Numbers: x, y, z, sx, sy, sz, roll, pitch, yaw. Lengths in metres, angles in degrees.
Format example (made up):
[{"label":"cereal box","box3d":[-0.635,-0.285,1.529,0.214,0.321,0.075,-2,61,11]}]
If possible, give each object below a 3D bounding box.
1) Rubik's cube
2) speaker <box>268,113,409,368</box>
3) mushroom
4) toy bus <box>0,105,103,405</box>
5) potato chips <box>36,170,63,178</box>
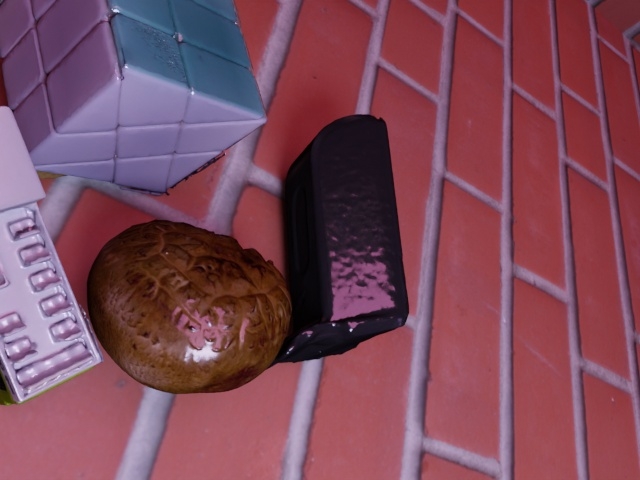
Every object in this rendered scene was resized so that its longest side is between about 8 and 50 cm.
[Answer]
[{"label":"Rubik's cube","box3d":[-0.237,-0.214,0.755,0.231,0.221,0.225,7,62,-53]},{"label":"speaker","box3d":[0.000,0.000,0.887,0.184,0.180,0.388,10,62,-27]},{"label":"mushroom","box3d":[-0.152,0.070,0.717,0.253,0.153,0.253,24,18,-8]},{"label":"toy bus","box3d":[-0.331,0.017,0.625,0.113,0.139,0.302,-26,102,-41]},{"label":"potato chips","box3d":[-0.470,-0.081,0.648,0.407,0.080,0.057,-16,67,-41]}]
